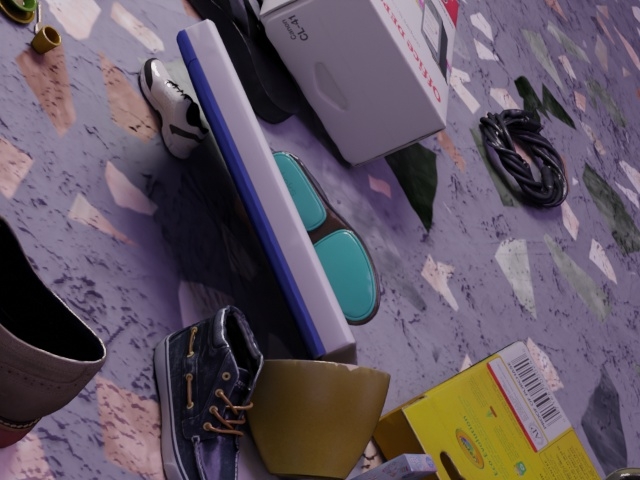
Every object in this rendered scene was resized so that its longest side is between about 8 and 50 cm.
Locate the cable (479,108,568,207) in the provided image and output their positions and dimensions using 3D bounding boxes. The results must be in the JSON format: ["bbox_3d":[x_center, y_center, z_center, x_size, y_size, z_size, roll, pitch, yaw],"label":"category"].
[{"bbox_3d":[0.281,-0.113,2.195,0.184,0.047,0.150,-1,68,-60],"label":"cable"}]

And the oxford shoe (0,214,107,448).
[{"bbox_3d":[-0.288,-0.013,1.110,0.348,0.130,0.123,47,30,-18],"label":"oxford shoe"}]

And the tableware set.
[{"bbox_3d":[-0.295,-0.215,1.412,0.154,0.024,0.104,30,39,-41],"label":"tableware set"}]

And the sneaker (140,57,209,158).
[{"bbox_3d":[-0.141,-0.135,1.553,0.040,0.044,0.109,-1,61,-56],"label":"sneaker"}]

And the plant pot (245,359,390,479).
[{"bbox_3d":[-0.007,0.162,1.400,0.134,0.134,0.095,18,72,-50],"label":"plant pot"}]

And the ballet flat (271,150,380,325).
[{"bbox_3d":[0.000,0.000,1.616,0.203,0.074,0.074,59,28,13],"label":"ballet flat"}]

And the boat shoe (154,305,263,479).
[{"bbox_3d":[-0.086,0.144,1.318,0.065,0.083,0.183,22,45,-47],"label":"boat shoe"}]

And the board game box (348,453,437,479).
[{"bbox_3d":[0.053,0.219,1.432,0.020,0.090,0.090,67,13,15],"label":"board game box"}]

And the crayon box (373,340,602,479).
[{"bbox_3d":[0.170,0.234,1.630,0.202,0.081,0.318,61,28,7],"label":"crayon box"}]

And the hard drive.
[{"bbox_3d":[-0.047,-0.027,1.481,0.210,0.040,0.319,81,-15,-78],"label":"hard drive"}]

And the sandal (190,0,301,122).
[{"bbox_3d":[-0.086,-0.251,1.739,0.254,0.054,0.097,59,28,2],"label":"sandal"}]

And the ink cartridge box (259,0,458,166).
[{"bbox_3d":[0.054,-0.267,1.858,0.226,0.131,0.306,56,23,-28],"label":"ink cartridge box"}]

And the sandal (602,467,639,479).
[{"bbox_3d":[0.403,0.329,1.897,0.303,0.120,0.086,24,15,-48],"label":"sandal"}]
